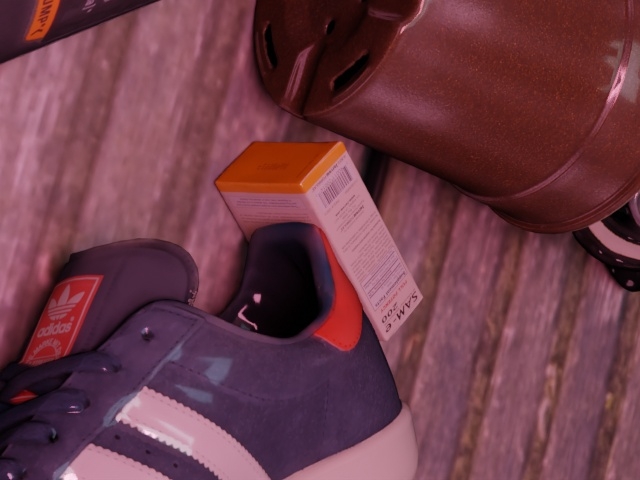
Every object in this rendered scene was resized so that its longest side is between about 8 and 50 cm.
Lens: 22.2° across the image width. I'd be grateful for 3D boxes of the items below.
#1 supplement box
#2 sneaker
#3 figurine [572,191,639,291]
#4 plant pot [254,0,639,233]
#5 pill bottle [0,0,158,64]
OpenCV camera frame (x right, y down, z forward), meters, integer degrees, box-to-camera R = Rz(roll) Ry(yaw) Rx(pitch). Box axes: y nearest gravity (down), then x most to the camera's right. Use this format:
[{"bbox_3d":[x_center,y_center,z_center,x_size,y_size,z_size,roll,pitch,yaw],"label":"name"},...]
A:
[{"bbox_3d":[0.000,0.000,0.794,0.036,0.062,0.098,-48,124,-33],"label":"supplement box"},{"bbox_3d":[-0.106,0.085,0.665,0.350,0.131,0.148,-24,102,-47],"label":"sneaker"},{"bbox_3d":[0.197,-0.078,0.929,0.209,0.092,0.215,40,60,-79],"label":"figurine"},{"bbox_3d":[0.068,-0.102,0.795,0.165,0.167,0.167,15,82,-36],"label":"plant pot"},{"bbox_3d":[-0.103,-0.148,0.637,0.245,0.130,0.130,-30,113,-39],"label":"pill bottle"}]
